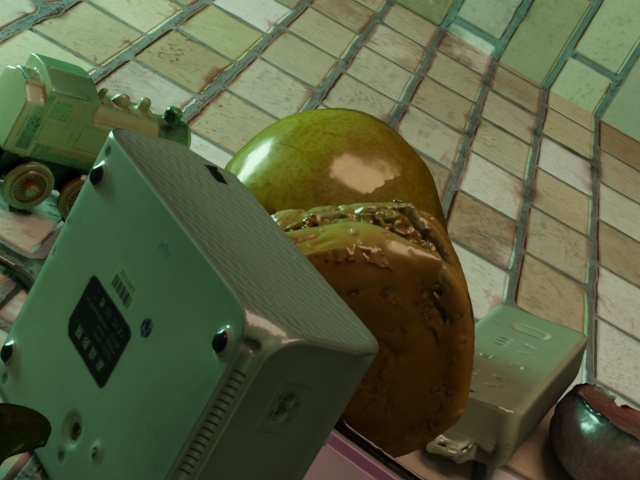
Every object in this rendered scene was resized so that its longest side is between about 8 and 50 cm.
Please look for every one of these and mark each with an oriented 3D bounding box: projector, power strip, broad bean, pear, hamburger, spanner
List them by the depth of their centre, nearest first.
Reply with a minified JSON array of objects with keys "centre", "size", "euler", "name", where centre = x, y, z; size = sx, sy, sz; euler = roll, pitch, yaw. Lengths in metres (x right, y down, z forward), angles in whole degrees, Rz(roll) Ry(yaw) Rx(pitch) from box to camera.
[{"centre":[-0.235,0.126,0.986],"size":[0.061,0.046,0.195],"euler":[47,28,11],"name":"broad bean"},{"centre":[-0.099,0.075,1.076],"size":[0.108,0.198,0.250],"euler":[14,24,-39],"name":"projector"},{"centre":[0.011,0.069,1.243],"size":[0.214,0.213,0.108],"euler":[23,24,-19],"name":"hamburger"},{"centre":[-0.298,-0.019,1.302],"size":[0.254,0.015,0.054],"euler":[29,21,-1],"name":"spanner"},{"centre":[0.000,0.000,1.415],"size":[0.209,0.209,0.209],"euler":[26,20,-10],"name":"pear"},{"centre":[0.162,0.122,1.515],"size":[0.098,0.058,0.338],"euler":[18,16,16],"name":"power strip"}]

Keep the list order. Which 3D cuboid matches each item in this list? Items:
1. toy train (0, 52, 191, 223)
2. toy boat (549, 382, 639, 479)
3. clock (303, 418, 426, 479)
[{"centre":[-0.195,-0.078,1.433],"size":[0.194,0.125,0.081],"euler":[13,29,-39],"name":"toy train"},{"centre":[0.269,0.198,1.506],"size":[0.155,0.085,0.227],"euler":[29,8,7],"name":"toy boat"},{"centre":[0.040,0.210,1.127],"size":[0.193,0.073,0.145],"euler":[34,20,14],"name":"clock"}]
